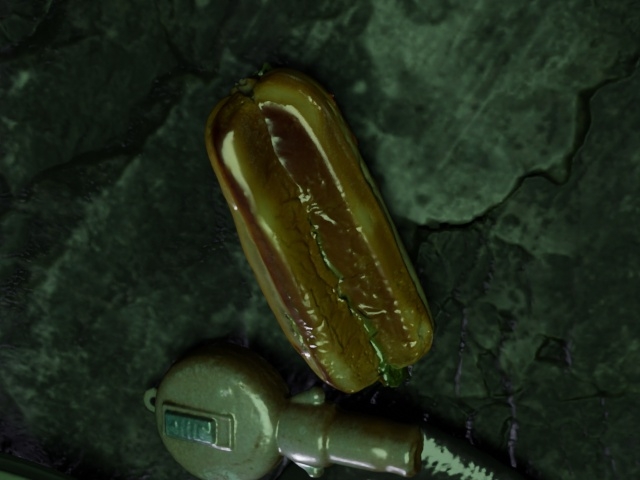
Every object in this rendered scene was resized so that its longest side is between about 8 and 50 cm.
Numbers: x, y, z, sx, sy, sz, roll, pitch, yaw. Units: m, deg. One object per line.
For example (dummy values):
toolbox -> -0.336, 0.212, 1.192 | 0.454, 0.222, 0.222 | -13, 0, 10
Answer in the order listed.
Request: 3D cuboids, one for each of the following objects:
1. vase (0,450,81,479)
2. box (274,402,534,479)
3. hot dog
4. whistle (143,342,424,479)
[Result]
vase -> -0.208, 0.239, 1.070 | 0.248, 0.128, 0.128 | 15, 118, -9
box -> 0.053, 0.224, 1.065 | 0.201, 0.042, 0.212 | 31, 116, -8
hot dog -> 0.000, 0.000, 0.945 | 0.104, 0.076, 0.250 | -28, 114, 0
whistle -> -0.033, 0.135, 1.003 | 0.220, 0.057, 0.107 | 9, 110, 19
